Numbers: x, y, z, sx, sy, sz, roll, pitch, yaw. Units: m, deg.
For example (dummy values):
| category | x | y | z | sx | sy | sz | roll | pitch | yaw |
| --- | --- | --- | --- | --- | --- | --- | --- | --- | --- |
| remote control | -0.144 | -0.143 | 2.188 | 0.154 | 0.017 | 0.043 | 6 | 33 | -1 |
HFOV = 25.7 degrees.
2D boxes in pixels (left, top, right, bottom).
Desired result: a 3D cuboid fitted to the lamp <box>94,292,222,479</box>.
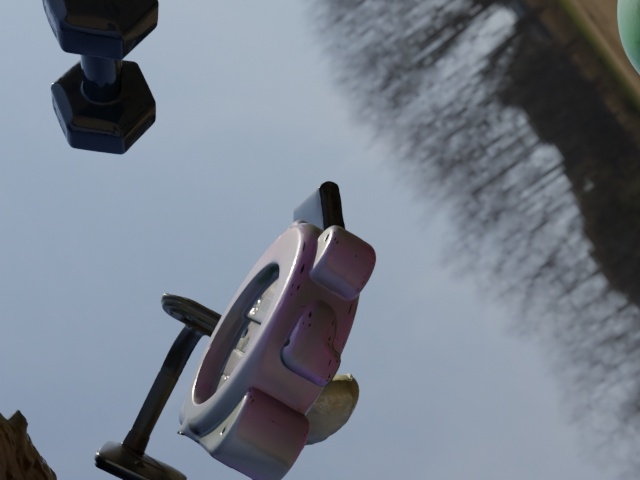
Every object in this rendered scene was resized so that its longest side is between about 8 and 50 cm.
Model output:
| category | x | y | z | sx | sy | sz | roll | pitch | yaw |
| --- | --- | --- | --- | --- | --- | --- | --- | --- | --- |
| lamp | -0.145 | 0.209 | 1.759 | 0.203 | 0.283 | 0.124 | 27 | -163 | 3 |

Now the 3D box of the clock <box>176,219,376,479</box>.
| category | x | y | z | sx | sy | sz | roll | pitch | yaw |
| --- | --- | --- | --- | --- | --- | --- | --- | --- | --- |
| clock | -0.043 | 0.100 | 1.363 | 0.090 | 0.248 | 0.227 | 30 | 175 | -15 |

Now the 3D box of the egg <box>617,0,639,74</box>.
| category | x | y | z | sx | sy | sz | roll | pitch | yaw |
| --- | --- | --- | --- | --- | --- | --- | --- | --- | --- |
| egg | 0.489 | -0.300 | 1.781 | 0.270 | 0.220 | 0.220 | 71 | 174 | -51 |

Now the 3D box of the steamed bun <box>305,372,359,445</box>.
| category | x | y | z | sx | sy | sz | roll | pitch | yaw |
| --- | --- | --- | --- | --- | --- | --- | --- | --- | --- |
| steamed bun | -0.040 | 0.234 | 1.938 | 0.212 | 0.231 | 0.110 | 9 | -97 | -70 |

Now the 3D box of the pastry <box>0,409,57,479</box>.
| category | x | y | z | sx | sy | sz | roll | pitch | yaw |
| --- | --- | --- | --- | --- | --- | --- | --- | --- | --- |
| pastry | -0.398 | 0.361 | 1.679 | 0.329 | 0.136 | 0.330 | -24 | -90 | -82 |

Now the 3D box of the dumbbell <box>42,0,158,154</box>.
| category | x | y | z | sx | sy | sz | roll | pitch | yaw |
| --- | --- | --- | --- | --- | --- | --- | --- | --- | --- |
| dumbbell | -0.310 | -0.260 | 1.984 | 0.325 | 0.160 | 0.144 | 104 | 174 | -61 |

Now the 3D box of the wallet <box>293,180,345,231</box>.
| category | x | y | z | sx | sy | sz | roll | pitch | yaw |
| --- | --- | --- | --- | --- | --- | --- | --- | --- | --- |
| wallet | 0.000 | 0.000 | 2.112 | 0.250 | 0.044 | 0.149 | 141 | 123 | -76 |
